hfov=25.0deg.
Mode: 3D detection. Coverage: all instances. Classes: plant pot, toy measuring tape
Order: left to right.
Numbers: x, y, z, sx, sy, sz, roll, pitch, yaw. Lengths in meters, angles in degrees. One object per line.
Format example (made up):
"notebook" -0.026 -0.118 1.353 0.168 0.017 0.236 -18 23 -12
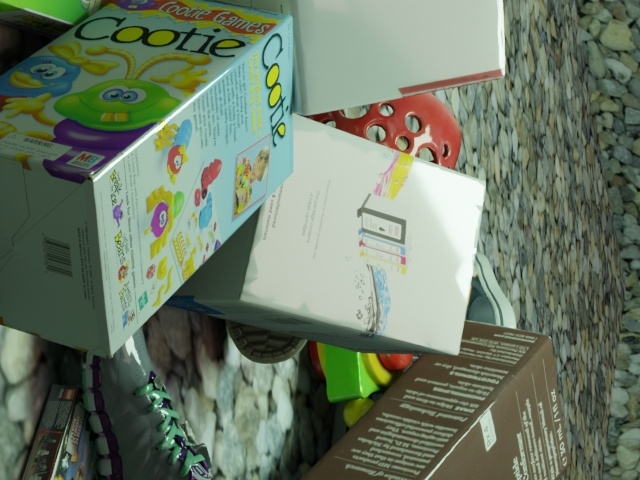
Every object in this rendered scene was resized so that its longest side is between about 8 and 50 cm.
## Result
"plant pot" 0.040 -0.065 1.567 0.174 0.191 0.191 -68 152 -26
"toy measuring tape" 0.045 0.064 1.691 0.121 0.121 0.330 40 44 -64

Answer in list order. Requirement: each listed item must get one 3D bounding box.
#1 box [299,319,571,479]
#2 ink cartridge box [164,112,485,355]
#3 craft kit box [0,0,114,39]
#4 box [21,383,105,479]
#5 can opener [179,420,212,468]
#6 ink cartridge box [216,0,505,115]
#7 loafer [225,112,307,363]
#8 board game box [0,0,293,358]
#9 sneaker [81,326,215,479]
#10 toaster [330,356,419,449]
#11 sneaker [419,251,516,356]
"box" 0.125 0.266 1.592 0.381 0.143 0.191 -40 127 -41
"ink cartridge box" 0.000 0.000 1.297 0.232 0.171 0.168 17 79 -32
"craft kit box" -0.204 -0.282 1.091 0.246 0.061 0.250 2 88 -67
"box" -0.200 0.194 1.134 0.094 0.027 0.137 65 32 -52
"can opener" -0.124 0.262 1.304 0.093 0.074 0.280 -33 126 -25
"ink cartridge box" 0.005 -0.197 1.267 0.197 0.273 0.114 -13 109 -24
"loafer" -0.047 -0.012 1.441 0.092 0.102 0.268 -62 153 -82
"board game box" -0.143 -0.062 1.047 0.275 0.142 0.144 -48 146 -50
"sneaker" -0.127 0.155 1.148 0.083 0.098 0.224 -29 117 -69
"toaster" 0.088 0.243 1.773 0.146 0.129 0.227 38 58 -60
"sneaker" 0.186 0.091 2.063 0.321 0.127 0.126 -110 -160 -76
